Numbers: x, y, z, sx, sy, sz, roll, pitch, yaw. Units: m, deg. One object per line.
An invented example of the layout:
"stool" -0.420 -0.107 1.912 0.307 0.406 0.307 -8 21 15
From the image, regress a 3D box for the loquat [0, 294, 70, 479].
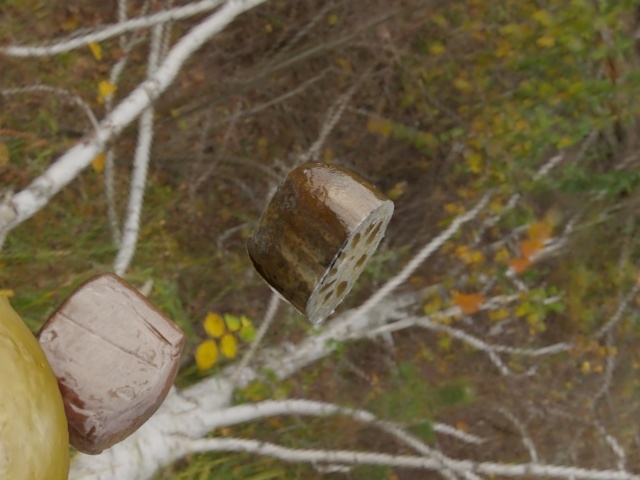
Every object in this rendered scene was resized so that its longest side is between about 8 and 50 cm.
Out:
"loquat" -0.310 0.116 0.652 0.359 0.328 0.328 85 10 -47

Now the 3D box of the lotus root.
"lotus root" 0.001 0.000 0.969 0.081 0.122 0.112 35 13 21

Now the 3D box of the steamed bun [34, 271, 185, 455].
"steamed bun" -0.226 0.132 1.229 0.145 0.106 0.175 38 51 3
